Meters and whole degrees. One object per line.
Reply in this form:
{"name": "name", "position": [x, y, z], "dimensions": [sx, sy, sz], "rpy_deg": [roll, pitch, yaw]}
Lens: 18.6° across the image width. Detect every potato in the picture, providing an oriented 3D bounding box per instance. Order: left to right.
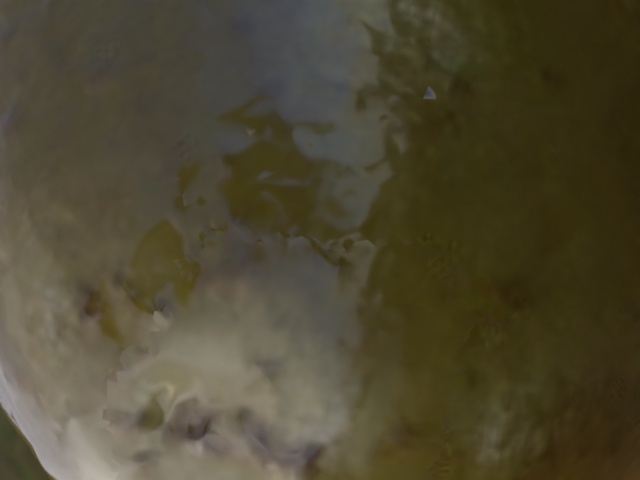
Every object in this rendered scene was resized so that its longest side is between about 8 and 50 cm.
{"name": "potato", "position": [0.000, 0.000, 0.392], "dimensions": [0.178, 0.203, 0.158], "rpy_deg": [-44, 21, 43]}
